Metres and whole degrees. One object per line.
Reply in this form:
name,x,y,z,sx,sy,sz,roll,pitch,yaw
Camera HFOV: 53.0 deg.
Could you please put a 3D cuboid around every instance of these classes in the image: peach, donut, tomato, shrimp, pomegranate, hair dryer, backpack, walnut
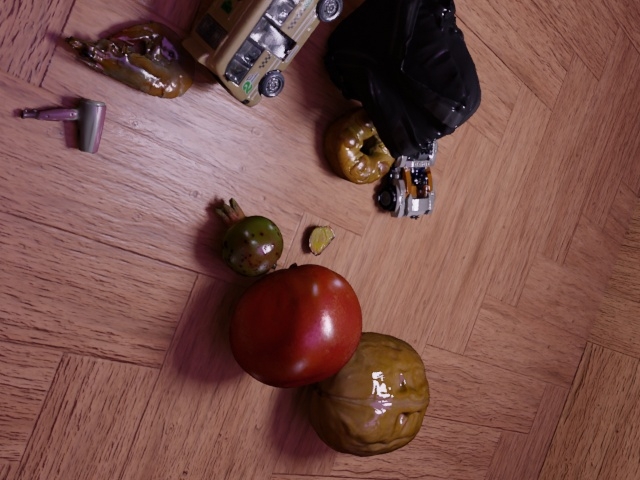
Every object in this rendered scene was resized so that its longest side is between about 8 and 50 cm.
peach,0.000,0.000,1.781,0.077,0.050,0.083,-3,96,-17
donut,0.116,-0.263,1.764,0.226,0.113,0.227,-14,111,-39
tomato,-0.061,0.211,1.597,0.293,0.325,0.290,38,32,-60
shrimp,-0.378,-0.390,1.321,0.287,0.062,0.152,13,92,-46
pomegranate,-0.179,-0.006,1.562,0.159,0.159,0.205,-37,97,-28
hair dryer,-0.510,-0.237,1.270,0.154,0.054,0.106,8,102,-33
backpack,0.213,-0.421,1.572,0.363,0.446,0.254,-38,155,31
walnut,0.147,0.447,1.870,0.397,0.307,0.354,3,98,-44

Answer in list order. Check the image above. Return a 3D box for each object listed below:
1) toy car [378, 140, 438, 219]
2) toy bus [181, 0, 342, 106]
toy car,0.270,-0.213,1.919,0.193,0.118,0.302,-6,105,-38
toy bus,-0.120,-0.485,1.373,0.365,0.177,0.201,-51,143,13
